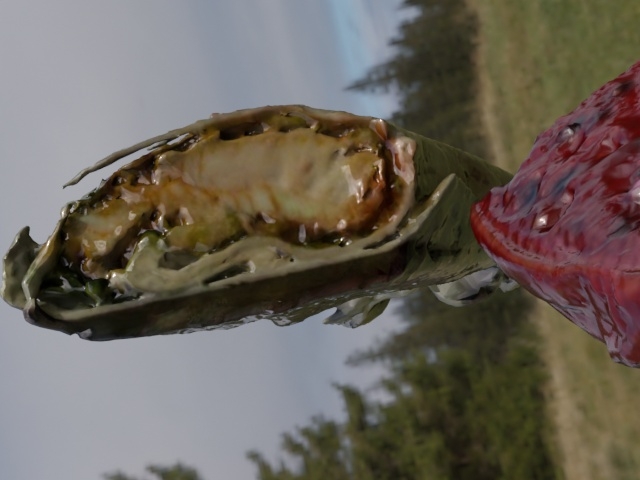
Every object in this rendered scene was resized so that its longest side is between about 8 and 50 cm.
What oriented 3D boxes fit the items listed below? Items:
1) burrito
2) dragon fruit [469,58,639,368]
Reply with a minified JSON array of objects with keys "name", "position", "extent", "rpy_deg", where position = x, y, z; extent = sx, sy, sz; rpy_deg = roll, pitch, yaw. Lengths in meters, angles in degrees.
[{"name":"burrito","position":[0.010,-0.005,0.777],"extent":[0.348,0.175,0.107],"rpy_deg":[5,-119,-59]},{"name":"dragon fruit","position":[0.277,-0.015,0.571],"extent":[0.240,0.330,0.302],"rpy_deg":[-71,20,0]}]
